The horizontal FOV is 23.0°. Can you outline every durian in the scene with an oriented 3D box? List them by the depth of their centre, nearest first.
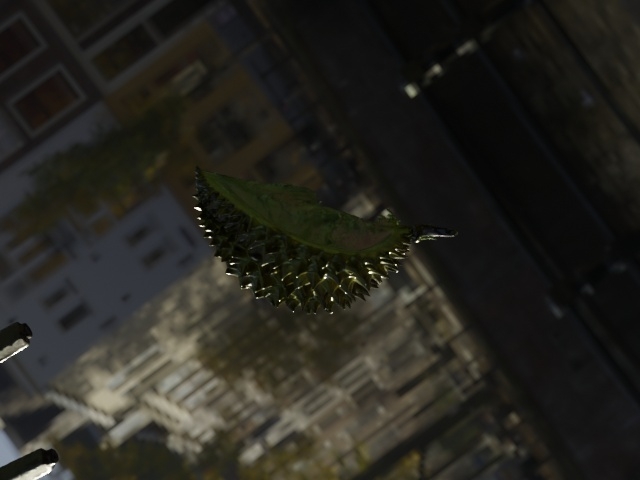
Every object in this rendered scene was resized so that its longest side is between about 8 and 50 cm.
[{"bbox_3d":[0.000,0.000,1.225,0.215,0.100,0.086,16,153,-10],"label":"durian"}]

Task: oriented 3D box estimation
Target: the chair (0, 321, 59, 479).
[{"bbox_3d":[-0.348,0.145,1.157,0.136,0.270,0.147,52,-165,-52],"label":"chair"}]
